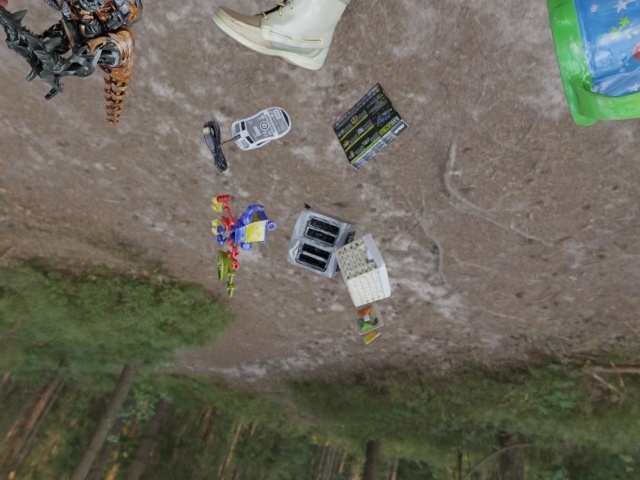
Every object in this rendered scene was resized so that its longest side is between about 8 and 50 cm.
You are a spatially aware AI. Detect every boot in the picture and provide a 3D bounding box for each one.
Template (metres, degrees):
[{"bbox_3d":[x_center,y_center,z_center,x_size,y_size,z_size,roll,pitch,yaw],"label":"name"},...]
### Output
[{"bbox_3d":[-0.055,-0.386,0.734,0.213,0.077,0.165,6,132,-33],"label":"boot"}]

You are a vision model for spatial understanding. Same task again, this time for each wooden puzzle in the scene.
[{"bbox_3d":[0.126,0.207,1.191,0.079,0.116,0.014,-31,145,12],"label":"wooden puzzle"}]

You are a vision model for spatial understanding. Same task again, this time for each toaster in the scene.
[{"bbox_3d":[0.000,0.000,1.283,0.186,0.168,0.110,20,-172,8],"label":"toaster"}]

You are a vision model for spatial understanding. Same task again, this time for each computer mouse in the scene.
[{"bbox_3d":[-0.152,-0.227,0.966,0.106,0.193,0.042,67,160,-5],"label":"computer mouse"}]

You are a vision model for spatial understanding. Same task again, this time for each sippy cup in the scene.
[{"bbox_3d":[0.476,-0.313,0.657,0.224,0.305,0.240,-10,173,36],"label":"sippy cup"}]

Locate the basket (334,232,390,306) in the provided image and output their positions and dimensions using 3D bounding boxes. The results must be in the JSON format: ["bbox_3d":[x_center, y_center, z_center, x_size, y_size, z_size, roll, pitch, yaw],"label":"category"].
[{"bbox_3d":[0.109,0.081,1.158,0.103,0.113,0.167,-21,144,-1],"label":"basket"}]

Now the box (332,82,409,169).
[{"bbox_3d":[0.137,-0.327,1.286,0.191,0.184,0.045,-40,142,24],"label":"box"}]

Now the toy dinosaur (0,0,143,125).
[{"bbox_3d":[-0.390,-0.342,0.760,0.164,0.218,0.321,21,134,42],"label":"toy dinosaur"}]

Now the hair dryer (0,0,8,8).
[{"bbox_3d":[-0.627,-0.527,0.739,0.080,0.223,0.293,-12,115,22],"label":"hair dryer"}]

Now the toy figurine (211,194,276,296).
[{"bbox_3d":[-0.245,0.000,1.579,0.217,0.191,0.362,-16,133,-30],"label":"toy figurine"}]
